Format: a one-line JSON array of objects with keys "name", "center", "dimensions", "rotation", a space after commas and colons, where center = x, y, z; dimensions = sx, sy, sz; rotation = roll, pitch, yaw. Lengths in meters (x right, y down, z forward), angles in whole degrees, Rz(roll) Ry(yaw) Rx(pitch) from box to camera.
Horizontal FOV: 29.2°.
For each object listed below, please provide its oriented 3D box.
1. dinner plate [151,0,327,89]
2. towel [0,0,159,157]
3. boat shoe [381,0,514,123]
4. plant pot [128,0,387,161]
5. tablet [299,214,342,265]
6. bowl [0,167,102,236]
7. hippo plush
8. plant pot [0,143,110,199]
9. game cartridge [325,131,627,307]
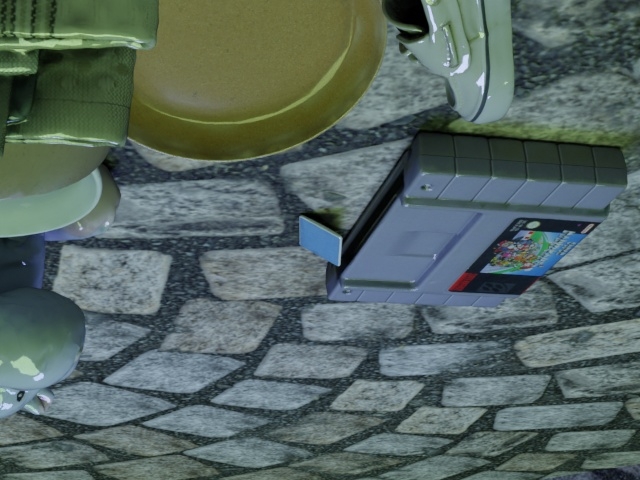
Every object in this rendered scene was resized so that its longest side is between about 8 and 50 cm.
[{"name": "dinner plate", "center": [-0.065, -0.172, 0.943], "dimensions": [0.141, 0.017, 0.141], "rotation": [-8, 141, -6]}, {"name": "towel", "center": [-0.224, -0.199, 0.533], "dimensions": [0.312, 0.324, 0.056], "rotation": [2, -177, -10]}, {"name": "boat shoe", "center": [0.089, -0.168, 0.888], "dimensions": [0.088, 0.096, 0.267], "rotation": [-14, 155, 0]}, {"name": "plant pot", "center": [-0.068, -0.152, 0.929], "dimensions": [0.236, 0.032, 0.236], "rotation": [-7, 140, -6]}, {"name": "tablet", "center": [0.000, 0.000, 1.372], "dimensions": [0.054, 0.006, 0.083], "rotation": [29, 159, 11]}, {"name": "bowl", "center": [-0.304, -0.114, 0.917], "dimensions": [0.297, 0.134, 0.298], "rotation": [4, 160, 1]}, {"name": "hippo plush", "center": [-0.339, 0.046, 1.176], "dimensions": [0.234, 0.237, 0.294], "rotation": [18, 149, -40]}, {"name": "plant pot", "center": [-0.217, -0.182, 0.678], "dimensions": [0.284, 0.284, 0.191], "rotation": [11, 121, -30]}, {"name": "game cartridge", "center": [0.159, -0.007, 1.345], "dimensions": [0.230, 0.068, 0.355], "rotation": [7, 155, -12]}]
